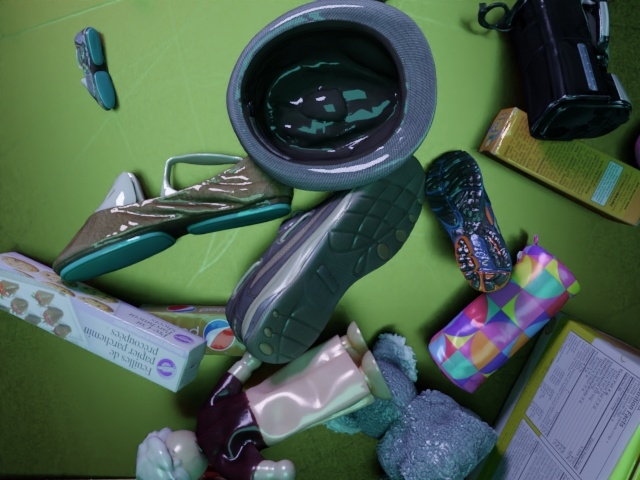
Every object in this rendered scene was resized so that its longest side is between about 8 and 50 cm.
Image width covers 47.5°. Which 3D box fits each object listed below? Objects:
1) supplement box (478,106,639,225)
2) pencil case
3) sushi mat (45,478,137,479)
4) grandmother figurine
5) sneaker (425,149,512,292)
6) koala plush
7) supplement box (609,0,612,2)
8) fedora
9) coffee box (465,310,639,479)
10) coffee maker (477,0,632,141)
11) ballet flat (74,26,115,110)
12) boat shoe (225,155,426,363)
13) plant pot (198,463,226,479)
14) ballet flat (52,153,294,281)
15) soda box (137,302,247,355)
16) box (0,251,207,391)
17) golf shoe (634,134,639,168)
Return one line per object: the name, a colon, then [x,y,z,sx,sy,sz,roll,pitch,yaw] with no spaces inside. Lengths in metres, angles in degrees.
supplement box: [0.347,-0.104,1.025,0.233,0.078,0.080,24,96,-6]
pencil case: [0.260,0.109,1.040,0.104,0.104,0.236,44,93,-7]
sushi mat: [-0.412,0.432,1.081,0.316,0.019,0.152,1,93,-6]
grandmother figurine: [-0.081,0.236,0.945,0.342,0.208,0.104,-25,121,-2]
sneaker: [0.207,-0.024,1.011,0.083,0.087,0.221,-19,67,17]
koala plush: [0.115,0.251,1.022,0.196,0.203,0.221,-40,72,-13]
supplement box: [0.452,-0.504,0.916,0.356,0.194,0.195,-44,97,4]
fedora: [0.019,-0.186,0.968,0.275,0.124,0.244,-11,90,11]
coffee box: [0.430,0.343,0.959,0.337,0.334,0.338,25,96,-6]
coffee maker: [0.306,-0.226,0.960,0.171,0.120,0.178,-8,66,11]
ballet flat: [-0.314,-0.234,1.004,0.041,0.041,0.115,-11,98,-1]
boat shoe: [0.000,0.000,0.987,0.355,0.130,0.132,-45,133,-19]
plant pot: [-0.166,0.414,1.025,0.191,0.174,0.191,0,98,-2]
ballet flat: [-0.209,-0.049,1.003,0.342,0.116,0.124,-19,78,0]
soda box: [-0.174,0.128,1.045,0.181,0.058,0.061,2,98,-2]
box: [-0.314,0.105,0.989,0.323,0.067,0.063,23,102,12]
golf shoe: [0.587,-0.170,0.993,0.306,0.140,0.115,-24,100,0]
